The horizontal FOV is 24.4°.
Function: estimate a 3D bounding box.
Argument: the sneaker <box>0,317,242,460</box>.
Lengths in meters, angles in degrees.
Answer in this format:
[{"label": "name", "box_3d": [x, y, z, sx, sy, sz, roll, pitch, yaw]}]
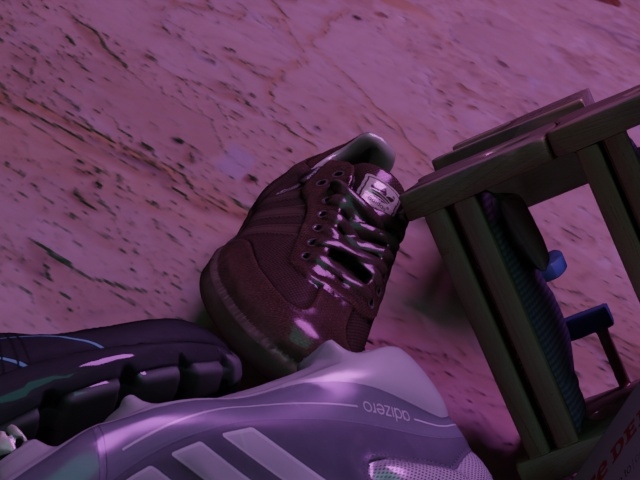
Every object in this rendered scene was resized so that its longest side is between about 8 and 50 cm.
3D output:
[{"label": "sneaker", "box_3d": [-0.139, 0.055, 0.437, 0.267, 0.101, 0.106, -12, 47, -44]}]

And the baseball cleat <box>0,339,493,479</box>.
[{"label": "baseball cleat", "box_3d": [-0.017, 0.088, 0.417, 0.206, 0.072, 0.109, -19, 61, -44]}]

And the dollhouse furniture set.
[{"label": "dollhouse furniture set", "box_3d": [0.131, 0.001, 0.648, 0.129, 0.129, 0.184, 66, 15, -4]}]

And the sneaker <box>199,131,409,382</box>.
[{"label": "sneaker", "box_3d": [0.000, 0.000, 0.587, 0.066, 0.071, 0.188, 38, 14, -13]}]

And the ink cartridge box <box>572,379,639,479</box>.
[{"label": "ink cartridge box", "box_3d": [0.163, 0.138, 0.503, 0.127, 0.128, 0.176, 19, 33, -11]}]
